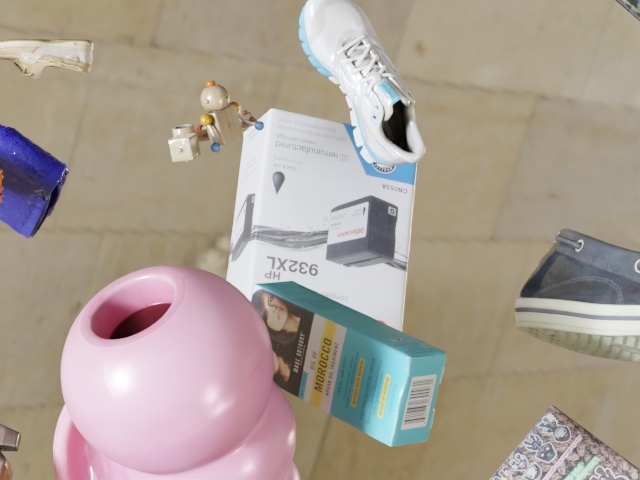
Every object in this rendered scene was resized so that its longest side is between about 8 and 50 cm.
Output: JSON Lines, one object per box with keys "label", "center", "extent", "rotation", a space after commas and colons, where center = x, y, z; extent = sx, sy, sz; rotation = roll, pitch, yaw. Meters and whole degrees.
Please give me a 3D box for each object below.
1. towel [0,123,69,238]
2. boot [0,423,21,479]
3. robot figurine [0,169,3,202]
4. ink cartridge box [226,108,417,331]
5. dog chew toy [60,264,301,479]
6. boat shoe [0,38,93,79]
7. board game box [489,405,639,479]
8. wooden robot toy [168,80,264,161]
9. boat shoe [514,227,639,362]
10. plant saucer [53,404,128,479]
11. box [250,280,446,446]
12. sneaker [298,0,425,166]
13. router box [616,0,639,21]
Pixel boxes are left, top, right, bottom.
{"label": "towel", "center": [-0.505, -0.145, 2.317], "extent": [0.308, 0.076, 0.227], "rotation": [35, 151, -5]}
{"label": "boot", "center": [-0.419, 0.269, 1.972], "extent": [0.087, 0.042, 0.118], "rotation": [5, -133, 5]}
{"label": "robot figurine", "center": [-0.582, -0.086, 2.174], "extent": [0.291, 0.085, 0.211], "rotation": [16, -157, 32]}
{"label": "ink cartridge box", "center": [0.000, 0.000, 2.199], "extent": [0.223, 0.307, 0.129], "rotation": [11, 164, -18]}
{"label": "dog chew toy", "center": [-0.119, 0.185, 1.600], "extent": [0.206, 0.332, 0.206], "rotation": [-16, -144, 12]}
{"label": "boat shoe", "center": [-0.415, -0.264, 2.357], "extent": [0.170, 0.059, 0.063], "rotation": [-2, -173, -17]}
{"label": "board game box", "center": [0.388, 0.385, 2.125], "extent": [0.291, 0.141, 0.232], "rotation": [37, 170, 26]}
{"label": "wooden robot toy", "center": [-0.139, -0.155, 1.980], "extent": [0.076, 0.079, 0.173], "rotation": [0, -161, 35]}
{"label": "boat shoe", "center": [0.422, 0.060, 1.810], "extent": [0.187, 0.156, 0.500], "rotation": [27, 167, -34]}
{"label": "plant saucer", "center": [-0.169, 0.290, 1.962], "extent": [0.332, 0.332, 0.084], "rotation": [23, -153, 21]}
{"label": "box", "center": [0.019, 0.126, 1.716], "extent": [0.060, 0.100, 0.244], "rotation": [-1, -163, -44]}
{"label": "sneaker", "center": [0.049, -0.152, 1.513], "extent": [0.071, 0.190, 0.083], "rotation": [-36, -160, -14]}
{"label": "router box", "center": [0.370, -0.287, 1.817], "extent": [0.122, 0.038, 0.092], "rotation": [46, 167, 22]}
